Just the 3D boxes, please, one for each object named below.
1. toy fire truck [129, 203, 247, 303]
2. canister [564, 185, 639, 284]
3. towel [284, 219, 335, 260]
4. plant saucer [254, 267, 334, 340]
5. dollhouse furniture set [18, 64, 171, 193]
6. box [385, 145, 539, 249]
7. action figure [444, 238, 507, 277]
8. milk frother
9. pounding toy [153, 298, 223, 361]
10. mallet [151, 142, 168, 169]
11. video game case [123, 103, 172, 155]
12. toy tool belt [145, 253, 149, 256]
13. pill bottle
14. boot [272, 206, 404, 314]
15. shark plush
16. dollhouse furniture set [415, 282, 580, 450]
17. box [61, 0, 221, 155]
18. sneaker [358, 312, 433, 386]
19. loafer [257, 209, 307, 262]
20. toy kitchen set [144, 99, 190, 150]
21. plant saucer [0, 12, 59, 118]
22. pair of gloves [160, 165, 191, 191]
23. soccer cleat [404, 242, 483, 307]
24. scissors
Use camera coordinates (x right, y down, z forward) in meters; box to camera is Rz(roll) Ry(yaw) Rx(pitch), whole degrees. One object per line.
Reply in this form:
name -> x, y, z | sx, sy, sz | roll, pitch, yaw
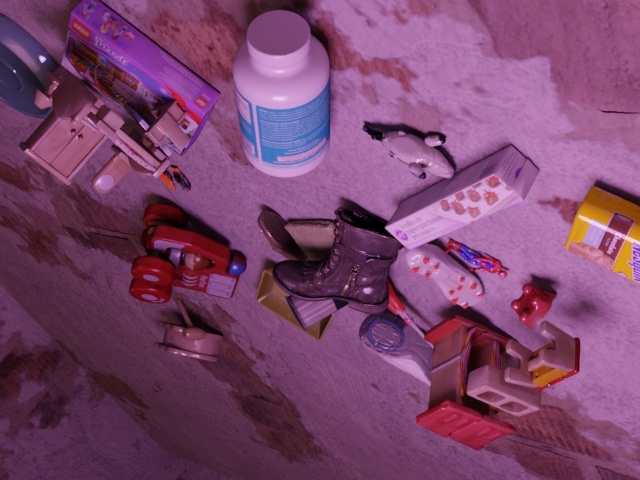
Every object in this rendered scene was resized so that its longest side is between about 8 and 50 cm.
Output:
toy fire truck -> -0.305, 0.049, 2.184 | 0.254, 0.169, 0.302 | 12, 155, -8
canister -> 0.444, 0.004, 1.322 | 0.170, 0.073, 0.126 | 27, 152, 18
towel -> 0.000, 0.000, 1.869 | 0.148, 0.027, 0.110 | 0, 137, 49
plant saucer -> -0.052, 0.137, 2.134 | 0.188, 0.045, 0.188 | 33, 153, 5
dollhouse furniture set -> -0.394, -0.138, 1.696 | 0.303, 0.174, 0.355 | 42, 178, -40
box -> 0.216, -0.062, 1.481 | 0.063, 0.067, 0.324 | 41, 152, -12
action figure -> 0.272, 0.036, 1.621 | 0.115, 0.030, 0.038 | 24, 147, 16
milk frother -> 0.003, 0.125, 1.949 | 0.129, 0.135, 0.143 | 53, 169, 45
pounding toy -> -0.361, 0.256, 2.657 | 0.154, 0.155, 0.269 | 15, 174, -29
mallet -> -0.402, -0.209, 1.977 | 0.190, 0.039, 0.062 | 30, 155, 18
video game case -> -0.321, -0.206, 1.727 | 0.087, 0.011, 0.122 | 51, 174, -33
toy tool belt -> -0.414, 0.055, 2.402 | 0.083, 0.051, 0.052 | 34, 154, 0
pill bottle -> -0.057, -0.225, 1.429 | 0.146, 0.146, 0.264 | 27, 153, 16
boot -> 0.036, 0.022, 1.772 | 0.263, 0.091, 0.229 | 13, 137, 9
shark plush -> 0.132, -0.137, 1.468 | 0.161, 0.073, 0.067 | 17, 179, 23
dollhouse furniture set -> 0.335, 0.213, 1.652 | 0.152, 0.201, 0.374 | 25, 144, -19
box -> -0.337, -0.299, 1.724 | 0.293, 0.057, 0.201 | 37, 154, -6
sneaker -> 0.224, 0.249, 1.973 | 0.297, 0.111, 0.129 | 31, 169, 15
loafer -> -0.086, -0.003, 1.929 | 0.050, 0.056, 0.148 | -7, 132, 45
toy kitchen set -> -0.279, -0.194, 1.670 | 0.075, 0.083, 0.068 | -2, 135, 50
plant saucer -> -0.671, -0.371, 2.003 | 0.317, 0.044, 0.317 | 26, 152, 15
pair of gloves -> -0.320, -0.137, 2.025 | 0.083, 0.010, 0.074 | 7, 142, 38
soccer cleat -> 0.225, 0.054, 1.676 | 0.068, 0.076, 0.196 | -40, 127, 23
scissors -> 0.167, 0.145, 1.872 | 0.297, 0.021, 0.109 | 43, 155, 9
